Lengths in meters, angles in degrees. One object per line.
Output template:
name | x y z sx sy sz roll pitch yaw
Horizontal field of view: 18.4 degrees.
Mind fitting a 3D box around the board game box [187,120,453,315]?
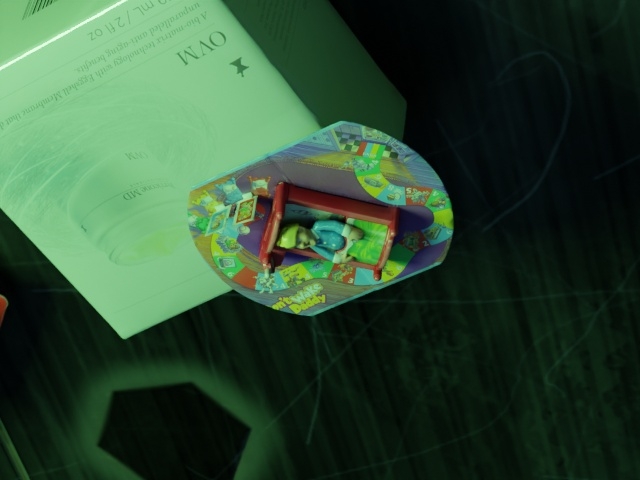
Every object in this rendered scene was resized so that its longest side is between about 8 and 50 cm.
board game box | 0.000 0.000 1.236 0.168 0.033 0.133 -22 127 24

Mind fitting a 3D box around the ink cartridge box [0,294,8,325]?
ink cartridge box | -0.359 0.071 1.442 0.231 0.078 0.134 18 129 -7

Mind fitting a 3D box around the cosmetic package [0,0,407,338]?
cosmetic package | -0.098 -0.086 1.287 0.224 0.138 0.225 -25 123 25
